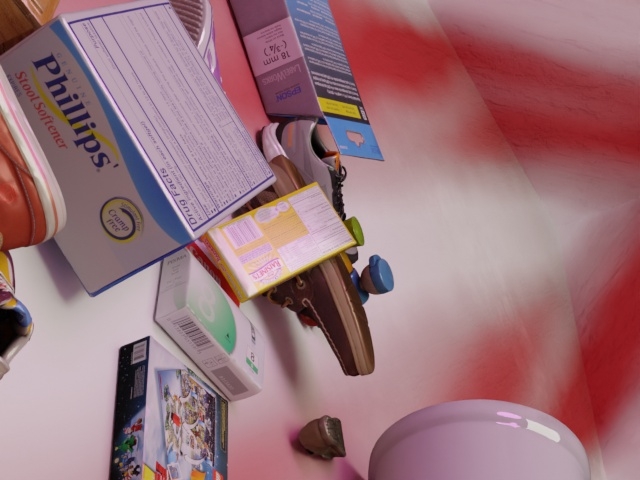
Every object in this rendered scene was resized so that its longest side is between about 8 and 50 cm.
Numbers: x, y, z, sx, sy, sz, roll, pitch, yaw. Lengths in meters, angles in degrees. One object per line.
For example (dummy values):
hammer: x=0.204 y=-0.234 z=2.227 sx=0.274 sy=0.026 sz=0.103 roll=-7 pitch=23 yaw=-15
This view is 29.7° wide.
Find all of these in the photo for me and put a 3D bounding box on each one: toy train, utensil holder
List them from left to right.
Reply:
toy train: x=0.000 y=0.000 z=1.820 sx=0.248 sy=0.143 sz=0.105 roll=62 pitch=20 yaw=-18
utensil holder: x=0.220 y=0.466 z=1.657 sx=0.327 sy=0.328 sz=0.385 roll=56 pitch=25 yaw=-32

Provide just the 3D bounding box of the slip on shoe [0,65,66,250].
slip on shoe: x=-0.354 y=-0.134 z=1.107 sx=0.101 sy=0.123 sz=0.331 roll=-28 pitch=90 yaw=-33

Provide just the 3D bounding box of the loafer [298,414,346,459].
loafer: x=0.003 y=0.275 z=1.691 sx=0.148 sy=0.050 sz=0.056 roll=62 pitch=17 yaw=-66

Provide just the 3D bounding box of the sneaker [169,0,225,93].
sneaker: x=-0.172 y=-0.209 z=1.677 sx=0.161 sy=0.102 sz=0.282 roll=42 pitch=43 yaw=-57

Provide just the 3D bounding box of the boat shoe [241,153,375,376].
boat shoe: x=-0.031 y=0.050 z=1.726 sx=0.342 sy=0.123 sz=0.123 roll=65 pitch=7 yaw=9

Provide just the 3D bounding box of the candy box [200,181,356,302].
candy box: x=-0.053 y=0.000 z=1.619 sx=0.206 sy=0.027 sz=0.105 roll=-26 pitch=82 yaw=-39

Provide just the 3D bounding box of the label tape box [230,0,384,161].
label tape box: x=-0.022 y=-0.281 z=2.105 sx=0.241 sy=0.106 sz=0.333 roll=-2 pitch=73 yaw=-68

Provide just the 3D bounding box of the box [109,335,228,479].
box: x=-0.161 y=0.241 z=1.306 sx=0.159 sy=0.044 sz=0.233 roll=49 pitch=27 yaw=-42

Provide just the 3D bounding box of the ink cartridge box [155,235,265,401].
ink cartridge box: x=-0.133 y=0.066 z=1.547 sx=0.181 sy=0.056 sz=0.224 roll=53 pitch=27 yaw=-37

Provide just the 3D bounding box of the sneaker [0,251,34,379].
sneaker: x=-0.292 y=0.064 z=1.091 sx=0.069 sy=0.084 sz=0.185 roll=52 pitch=26 yaw=-38

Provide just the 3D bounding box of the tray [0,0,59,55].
tray: x=-0.361 y=-0.413 z=1.419 sx=0.203 sy=0.076 sz=0.411 roll=55 pitch=23 yaw=-33

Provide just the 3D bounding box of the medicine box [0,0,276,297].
medicine box: x=-0.212 y=-0.117 z=1.350 sx=0.263 sy=0.149 sz=0.289 roll=59 pitch=22 yaw=-6

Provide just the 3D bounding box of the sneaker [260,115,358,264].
sneaker: x=0.001 y=-0.078 z=1.960 sx=0.271 sy=0.108 sz=0.100 roll=63 pitch=19 yaw=-17
